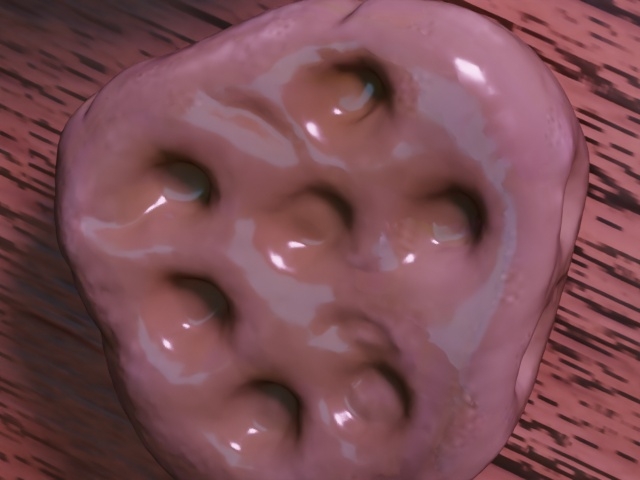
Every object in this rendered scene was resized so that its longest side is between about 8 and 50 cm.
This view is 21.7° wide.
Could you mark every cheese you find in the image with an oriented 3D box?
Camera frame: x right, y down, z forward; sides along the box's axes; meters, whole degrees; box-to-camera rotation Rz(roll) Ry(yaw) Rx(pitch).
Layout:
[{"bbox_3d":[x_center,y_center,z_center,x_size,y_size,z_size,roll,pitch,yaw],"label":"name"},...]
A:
[{"bbox_3d":[0.000,0.000,0.684,0.218,0.117,0.235,38,109,4],"label":"cheese"}]
